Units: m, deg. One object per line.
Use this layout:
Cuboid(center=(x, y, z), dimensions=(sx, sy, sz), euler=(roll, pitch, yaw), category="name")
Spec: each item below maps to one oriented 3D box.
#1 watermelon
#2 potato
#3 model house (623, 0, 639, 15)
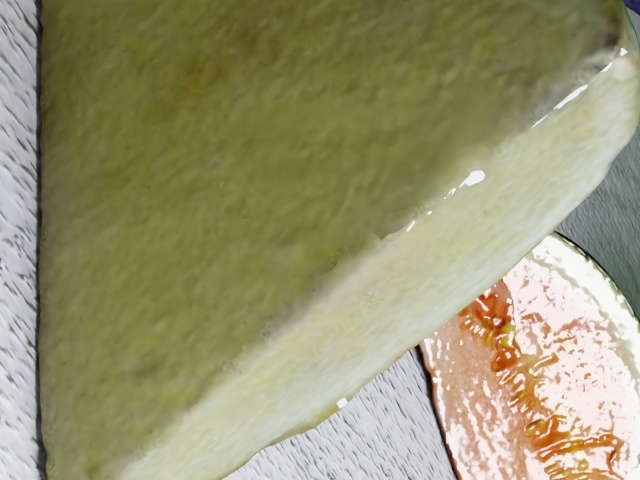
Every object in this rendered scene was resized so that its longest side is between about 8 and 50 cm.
Cuboid(center=(0.163, 0.098, 0.987), dimensions=(0.159, 0.128, 0.303), euler=(-37, 110, -64), category="watermelon")
Cuboid(center=(0.017, -0.029, 0.593), dimensions=(0.112, 0.255, 0.269), euler=(27, 52, -57), category="potato")
Cuboid(center=(0.205, -0.308, 1.198), dimensions=(0.312, 0.245, 0.280), euler=(-31, 149, -42), category="model house")
